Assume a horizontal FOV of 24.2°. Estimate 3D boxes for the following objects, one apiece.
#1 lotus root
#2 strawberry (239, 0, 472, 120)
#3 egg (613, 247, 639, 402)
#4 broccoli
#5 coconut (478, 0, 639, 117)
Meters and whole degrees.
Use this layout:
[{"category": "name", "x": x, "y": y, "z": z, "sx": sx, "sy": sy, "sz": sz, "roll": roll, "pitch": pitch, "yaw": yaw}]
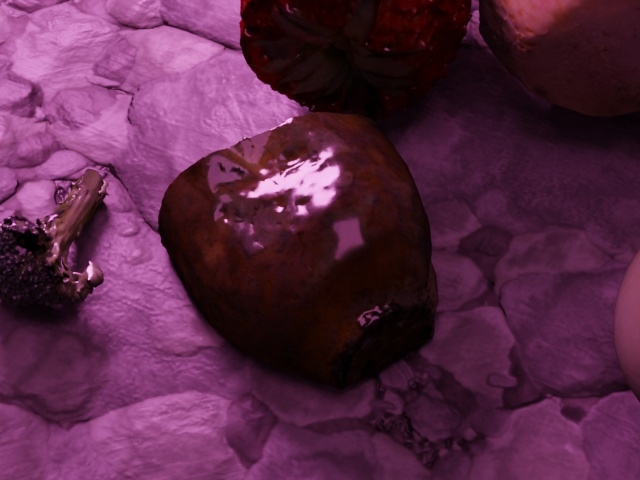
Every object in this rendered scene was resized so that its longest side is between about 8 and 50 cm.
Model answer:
[{"category": "lotus root", "x": -0.006, "y": 0.013, "z": 1.529, "sx": 0.267, "sy": 0.149, "sz": 0.260, "roll": -20, "pitch": 53, "yaw": -12}, {"category": "strawberry", "x": 0.048, "y": -0.276, "z": 1.706, "sx": 0.261, "sy": 0.261, "sz": 0.258, "roll": 7, "pitch": 52, "yaw": 5}, {"category": "egg", "x": 0.382, "y": 0.075, "z": 1.454, "sx": 0.186, "sy": 0.186, "sz": 0.253, "roll": 16, "pitch": 55, "yaw": 12}, {"category": "broccoli", "x": -0.281, "y": -0.008, "z": 1.581, "sx": 0.122, "sy": 0.118, "sz": 0.204, "roll": -10, "pitch": 27, "yaw": 30}, {"category": "coconut", "x": 0.336, "y": -0.329, "z": 1.695, "sx": 0.352, "sy": 0.353, "sz": 0.353, "roll": 0, "pitch": 51, "yaw": 0}]
